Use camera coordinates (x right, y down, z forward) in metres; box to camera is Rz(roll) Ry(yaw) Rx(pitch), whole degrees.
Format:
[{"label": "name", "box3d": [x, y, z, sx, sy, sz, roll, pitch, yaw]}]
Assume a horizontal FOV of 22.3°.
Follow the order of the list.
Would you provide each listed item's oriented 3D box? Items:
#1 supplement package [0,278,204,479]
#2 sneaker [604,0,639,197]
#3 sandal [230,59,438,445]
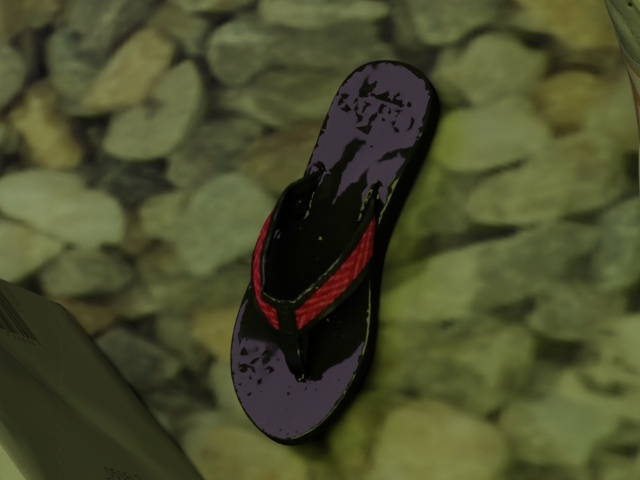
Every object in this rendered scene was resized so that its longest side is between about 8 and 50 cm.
[{"label": "supplement package", "box3d": [-0.206, 0.166, 0.678, 0.293, 0.177, 0.175, -46, 63, 5]}, {"label": "sneaker", "box3d": [0.150, -0.065, 0.619, 0.099, 0.121, 0.262, -19, 68, 19]}, {"label": "sandal", "box3d": [0.000, 0.000, 0.712, 0.067, 0.040, 0.179, 14, 81, 27]}]
